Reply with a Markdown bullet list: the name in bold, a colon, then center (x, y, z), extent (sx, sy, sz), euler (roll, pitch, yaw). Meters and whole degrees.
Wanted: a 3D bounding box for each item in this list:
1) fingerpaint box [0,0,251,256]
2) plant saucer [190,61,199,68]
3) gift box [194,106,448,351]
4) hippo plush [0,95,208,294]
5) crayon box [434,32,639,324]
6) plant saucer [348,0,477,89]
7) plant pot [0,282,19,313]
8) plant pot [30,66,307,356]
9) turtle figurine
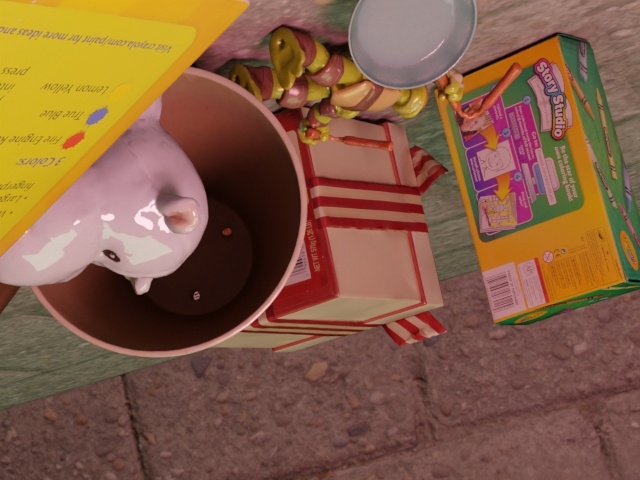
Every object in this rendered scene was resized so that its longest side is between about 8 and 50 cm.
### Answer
- **fingerpaint box**: center (-0.305, -0.070, 0.724), extent (0.371, 0.163, 0.445), euler (-42, 165, 23)
- **plant saucer**: center (-0.204, -0.140, 1.354), extent (0.192, 0.018, 0.067), euler (-15, 169, -1)
- **gift box**: center (0.000, 0.000, 1.711), extent (0.276, 0.255, 0.258), euler (-13, 169, 31)
- **hippo plush**: center (-0.181, -0.071, 1.142), extent (0.294, 0.236, 0.234), euler (-9, 168, -25)
- **crayon box**: center (0.240, -0.063, 1.618), extent (0.165, 0.278, 0.081), euler (-21, 166, 34)
- **plant saucer**: center (0.077, -0.189, 1.303), extent (0.119, 0.021, 0.119), euler (-10, 124, -15)
- **plant pot**: center (-0.349, 0.008, 1.449), extent (0.165, 0.167, 0.167), euler (-53, -170, -28)
- **plant pot**: center (-0.137, -0.006, 1.417), extent (0.257, 0.256, 0.274), euler (-14, 171, -1)
- **turtle figurine**: center (0.038, -0.152, 1.417), extent (0.217, 0.087, 0.269), euler (5, 168, -40)
